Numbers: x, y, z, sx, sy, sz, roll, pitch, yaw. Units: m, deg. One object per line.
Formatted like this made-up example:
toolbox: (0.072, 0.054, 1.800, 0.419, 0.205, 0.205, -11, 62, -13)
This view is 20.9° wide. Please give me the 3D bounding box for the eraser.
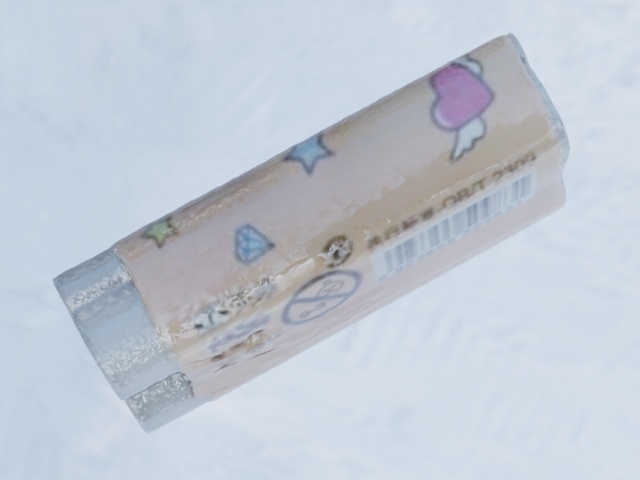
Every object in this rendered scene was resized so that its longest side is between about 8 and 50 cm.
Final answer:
eraser: (0.000, 0.000, 1.011, 0.291, 0.171, 0.087, -29, 67, -5)
